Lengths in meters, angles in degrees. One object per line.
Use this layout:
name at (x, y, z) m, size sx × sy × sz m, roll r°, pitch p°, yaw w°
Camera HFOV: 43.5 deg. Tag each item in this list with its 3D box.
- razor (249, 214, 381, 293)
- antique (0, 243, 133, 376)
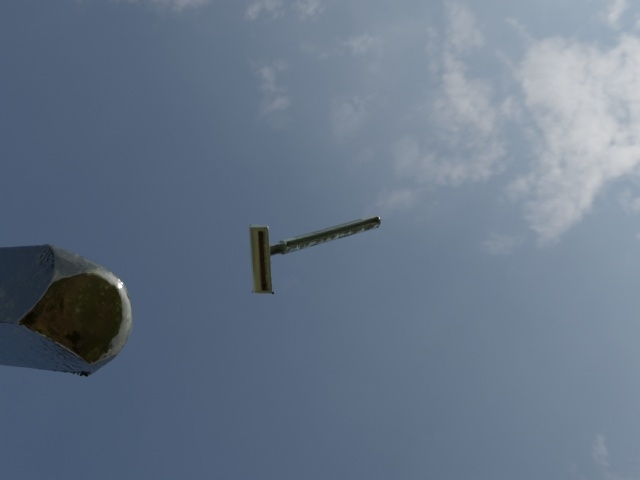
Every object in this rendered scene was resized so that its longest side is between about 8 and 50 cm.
razor at (-0.005, -0.002, 0.998) m, size 0.211 × 0.036 × 0.084 m, roll -19°, pitch -64°, yaw -42°
antique at (-0.237, 0.057, 0.669) m, size 0.081 × 0.221 × 0.080 m, roll 45°, pitch -123°, yaw -33°
